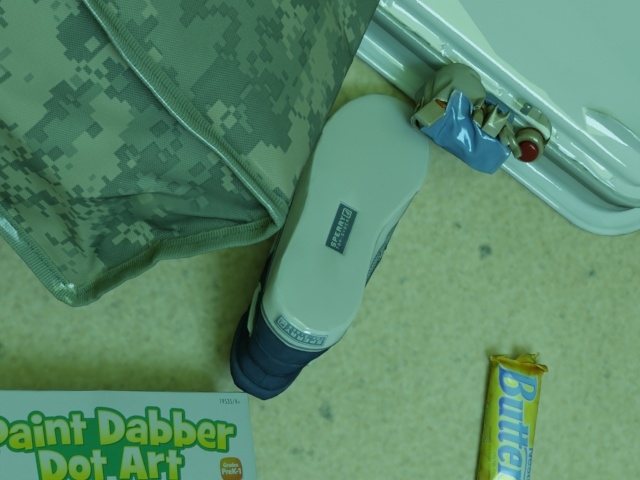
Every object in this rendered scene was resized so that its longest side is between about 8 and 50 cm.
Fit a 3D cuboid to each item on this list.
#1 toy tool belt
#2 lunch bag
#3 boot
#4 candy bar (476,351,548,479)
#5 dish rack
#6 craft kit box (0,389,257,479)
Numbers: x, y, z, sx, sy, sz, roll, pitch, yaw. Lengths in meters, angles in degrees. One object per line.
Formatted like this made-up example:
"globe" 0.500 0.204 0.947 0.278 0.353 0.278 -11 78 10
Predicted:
"toy tool belt" 0.091 -0.061 0.966 0.083 0.052 0.051 31 33 -9
"lunch bag" -0.119 -0.154 0.805 0.287 0.169 0.235 51 39 -26
"boot" 0.000 0.000 0.961 0.069 0.086 0.190 33 49 -5
"candy bar" 0.109 0.145 1.008 0.040 0.018 0.161 9 84 -17
"dish rack" 0.148 -0.195 1.017 0.333 0.072 0.285 37 76 -14
"craft kit box" -0.143 0.198 0.848 0.250 0.061 0.247 3 64 -27
